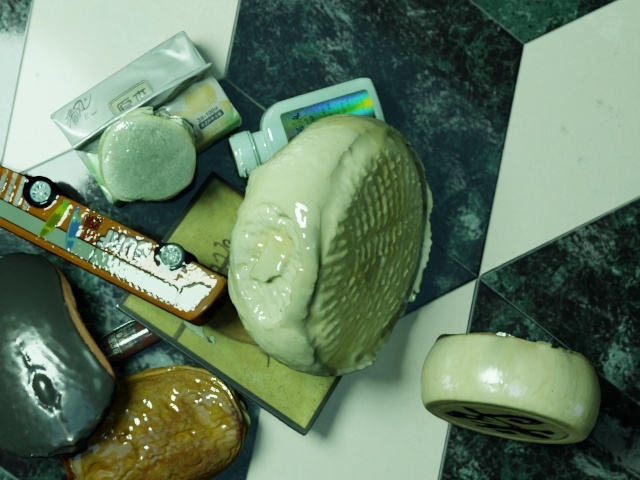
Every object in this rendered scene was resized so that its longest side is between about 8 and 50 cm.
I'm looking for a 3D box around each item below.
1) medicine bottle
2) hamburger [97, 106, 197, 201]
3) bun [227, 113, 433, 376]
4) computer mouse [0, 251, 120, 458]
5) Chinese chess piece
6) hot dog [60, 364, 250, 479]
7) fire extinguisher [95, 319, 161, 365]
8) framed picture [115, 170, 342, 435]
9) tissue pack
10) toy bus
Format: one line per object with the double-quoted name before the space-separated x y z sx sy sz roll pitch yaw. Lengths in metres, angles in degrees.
"medicine bottle" -0.019 -0.156 1.476 0.228 0.083 0.121 -18 100 -7
"hamburger" -0.236 -0.116 1.352 0.140 0.062 0.133 3 114 -25
"bun" -0.002 0.000 1.381 0.202 0.364 0.364 16 89 31
"computer mouse" -0.404 0.149 1.368 0.183 0.116 0.323 -31 65 -8
"Chinese chess piece" 0.272 0.215 1.432 0.257 0.257 0.104 15 70 -6
"hot dog" -0.241 0.288 1.445 0.272 0.122 0.196 -21 94 -21
"fire extinguisher" -0.288 0.152 1.474 0.158 0.043 0.064 -28 52 -6
"framed picture" -0.094 0.092 1.473 0.338 0.014 0.255 36 70 -6
"tissue pack" -0.246 -0.175 1.420 0.229 0.145 0.159 -34 95 -4
"toy bus" -0.315 -0.001 1.394 0.408 0.093 0.092 26 81 10
